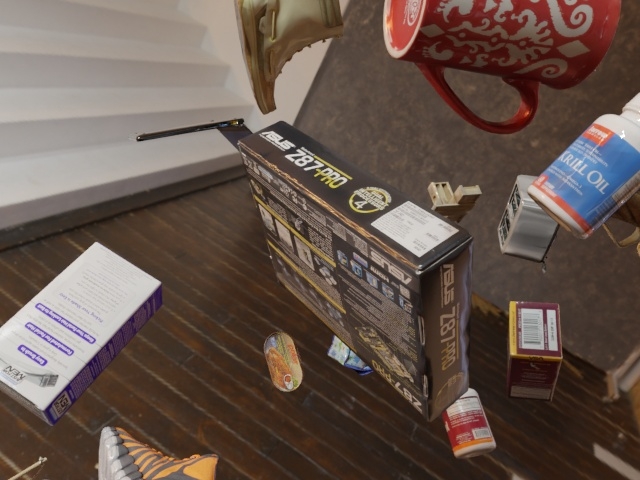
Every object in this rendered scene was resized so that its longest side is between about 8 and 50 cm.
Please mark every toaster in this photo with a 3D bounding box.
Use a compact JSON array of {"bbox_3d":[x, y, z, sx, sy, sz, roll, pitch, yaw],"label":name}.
[{"bbox_3d":[0.519,-0.049,1.344,0.110,0.168,0.185,11,36,5],"label":"toaster"}]

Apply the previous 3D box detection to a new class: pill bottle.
[{"bbox_3d":[0.450,-0.119,0.858,0.124,0.221,0.124,39,13,-11],"label":"pill bottle"},{"bbox_3d":[0.294,0.360,1.119,0.086,0.086,0.152,12,50,-33],"label":"pill bottle"}]

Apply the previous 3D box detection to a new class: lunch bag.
[{"bbox_3d":[0.119,0.384,1.816,0.151,0.096,0.129,21,-2,-27],"label":"lunch bag"}]

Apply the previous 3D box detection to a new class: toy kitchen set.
[{"bbox_3d":[0.195,-0.075,0.859,0.068,0.083,0.075,-6,61,-17],"label":"toy kitchen set"}]

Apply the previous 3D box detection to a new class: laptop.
[{"bbox_3d":[-0.293,-0.214,1.524,0.408,0.236,0.382,-14,15,-19],"label":"laptop"}]

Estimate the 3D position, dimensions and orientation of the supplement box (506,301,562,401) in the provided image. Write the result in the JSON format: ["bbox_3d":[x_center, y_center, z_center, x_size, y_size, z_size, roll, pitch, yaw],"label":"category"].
[{"bbox_3d":[0.374,0.200,0.964,0.081,0.188,0.104,1,54,18],"label":"supplement box"}]

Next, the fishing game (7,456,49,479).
[{"bbox_3d":[-0.572,0.549,1.069,0.041,0.264,0.189,22,36,39],"label":"fishing game"}]

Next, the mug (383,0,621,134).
[{"bbox_3d":[0.150,-0.179,0.472,0.169,0.150,0.113,1,-6,-16],"label":"mug"}]

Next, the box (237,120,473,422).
[{"bbox_3d":[0.044,0.036,0.802,0.097,0.318,0.395,-31,44,-23],"label":"box"}]

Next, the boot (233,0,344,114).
[{"bbox_3d":[-0.052,-0.382,1.078,0.204,0.262,0.095,-15,46,-9],"label":"boot"}]

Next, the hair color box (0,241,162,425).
[{"bbox_3d":[-0.510,0.183,1.135,0.185,0.110,0.339,31,52,8],"label":"hair color box"}]

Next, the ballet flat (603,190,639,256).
[{"bbox_3d":[0.640,-0.024,1.056,0.342,0.124,0.116,26,31,-16],"label":"ballet flat"}]

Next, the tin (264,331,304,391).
[{"bbox_3d":[-0.114,0.386,1.743,0.040,0.106,0.189,14,57,-69],"label":"tin"}]

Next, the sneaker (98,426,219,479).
[{"bbox_3d":[-0.292,0.431,0.993,0.180,0.124,0.321,1,10,-34],"label":"sneaker"}]
